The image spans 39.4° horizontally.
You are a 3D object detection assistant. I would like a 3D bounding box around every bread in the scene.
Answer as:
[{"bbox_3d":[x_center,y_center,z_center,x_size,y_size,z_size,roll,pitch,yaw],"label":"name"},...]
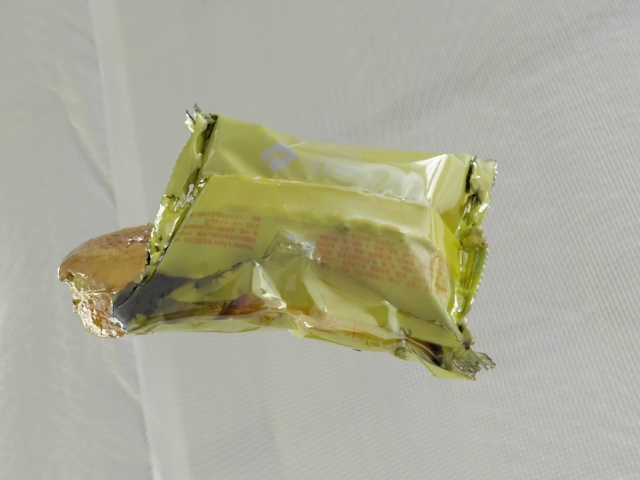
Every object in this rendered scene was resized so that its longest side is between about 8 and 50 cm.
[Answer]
[{"bbox_3d":[-0.275,0.057,1.426,0.268,0.268,0.146,-1,-71,28],"label":"bread"}]

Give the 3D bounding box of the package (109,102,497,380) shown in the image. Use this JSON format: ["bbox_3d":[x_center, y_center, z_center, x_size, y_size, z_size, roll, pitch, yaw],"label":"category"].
[{"bbox_3d":[0.000,0.000,0.549,0.226,0.090,0.168,9,-120,5],"label":"package"}]
